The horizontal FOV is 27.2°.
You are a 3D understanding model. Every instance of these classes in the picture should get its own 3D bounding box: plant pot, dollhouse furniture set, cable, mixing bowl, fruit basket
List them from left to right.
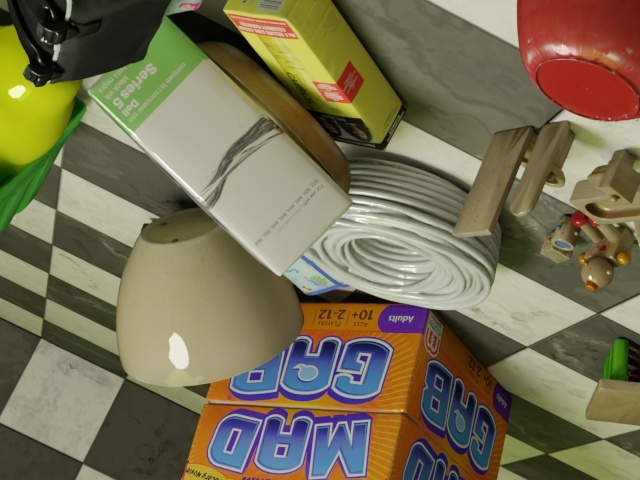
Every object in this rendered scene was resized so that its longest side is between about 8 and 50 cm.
[{"bbox_3d":[-0.448,-0.151,1.646,0.283,0.392,0.392,23,161,4],"label":"fruit basket"},{"bbox_3d":[-0.181,0.062,1.963,0.284,0.284,0.191,9,121,39],"label":"plant pot"},{"bbox_3d":[-0.047,-0.138,1.441,0.236,0.032,0.236,44,177,3],"label":"plant pot"},{"bbox_3d":[0.095,-0.003,1.619,0.257,0.089,0.257,6,154,25],"label":"cable"},{"bbox_3d":[0.251,-0.026,1.336,0.151,0.123,0.144,35,159,-26],"label":"dollhouse furniture set"},{"bbox_3d":[0.228,-0.158,1.054,0.181,0.098,0.181,23,162,8],"label":"mixing bowl"}]

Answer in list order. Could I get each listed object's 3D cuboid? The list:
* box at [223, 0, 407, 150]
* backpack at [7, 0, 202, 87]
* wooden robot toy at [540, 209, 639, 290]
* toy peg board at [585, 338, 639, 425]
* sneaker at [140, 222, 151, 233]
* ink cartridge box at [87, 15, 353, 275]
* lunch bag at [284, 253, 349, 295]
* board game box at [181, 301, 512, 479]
[{"bbox_3d":[-0.001,-0.180,1.338,0.087,0.058,0.232,15,159,35],"label":"box"},{"bbox_3d":[-0.192,-0.283,1.069,0.253,0.191,0.225,65,160,6],"label":"backpack"},{"bbox_3d":[0.298,0.016,1.458,0.076,0.079,0.173,36,158,-29],"label":"wooden robot toy"},{"bbox_3d":[0.450,0.194,1.785,0.160,0.079,0.161,6,159,7],"label":"toy peg board"},{"bbox_3d":[-0.225,0.037,2.170,0.178,0.077,0.072,36,157,-28],"label":"sneaker"},{"bbox_3d":[-0.111,-0.099,1.409,0.273,0.115,0.198,45,177,-9],"label":"ink cartridge box"},{"bbox_3d":[0.000,0.000,1.782,0.151,0.096,0.129,-20,133,40],"label":"lunch bag"},{"bbox_3d":[0.050,0.334,2.101,0.356,0.356,0.356,-1,150,31],"label":"board game box"}]
